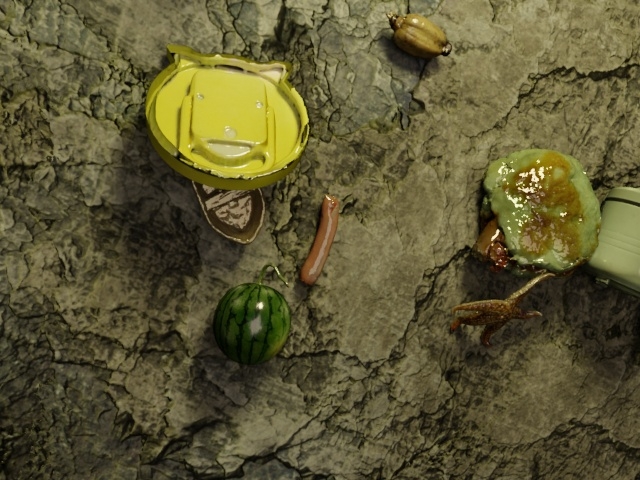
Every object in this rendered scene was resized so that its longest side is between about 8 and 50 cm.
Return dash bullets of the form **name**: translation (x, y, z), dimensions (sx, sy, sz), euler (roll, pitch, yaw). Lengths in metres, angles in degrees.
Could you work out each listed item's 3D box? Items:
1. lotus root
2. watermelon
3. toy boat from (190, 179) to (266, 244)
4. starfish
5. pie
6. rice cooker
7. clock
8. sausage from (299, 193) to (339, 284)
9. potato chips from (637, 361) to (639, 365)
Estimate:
- **lotus root**: translation (0.186, -0.397, 1.196), dimensions (0.151, 0.063, 0.072), euler (24, 115, -23)
- **watermelon**: translation (-0.117, 0.130, 1.116), dimensions (0.140, 0.140, 0.187), euler (15, 88, -17)
- **toy boat**: translation (-0.167, -0.082, 1.121), dimensions (0.116, 0.061, 0.188), euler (-23, 101, -15)
- **starfish**: translation (0.369, 0.140, 1.252), dimensions (0.213, 0.057, 0.238), euler (21, 129, -40)
- **pie**: translation (0.450, -0.053, 1.267), dimensions (0.257, 0.105, 0.275), euler (10, 82, 1)
- **rice cooker**: translation (0.678, 0.002, 1.295), dimensions (0.226, 0.226, 0.244), euler (20, 95, -17)
- **clock**: translation (-0.157, -0.204, 1.060), dimensions (0.277, 0.071, 0.294), euler (10, 55, -11)
- **sausage**: translation (0.000, 0.000, 1.188), dimensions (0.047, 0.040, 0.177), euler (19, 89, -11)
- **potato chips**: translation (0.812, 0.197, 1.437), dimensions (0.167, 0.059, 0.228), euler (15, 91, -27)
